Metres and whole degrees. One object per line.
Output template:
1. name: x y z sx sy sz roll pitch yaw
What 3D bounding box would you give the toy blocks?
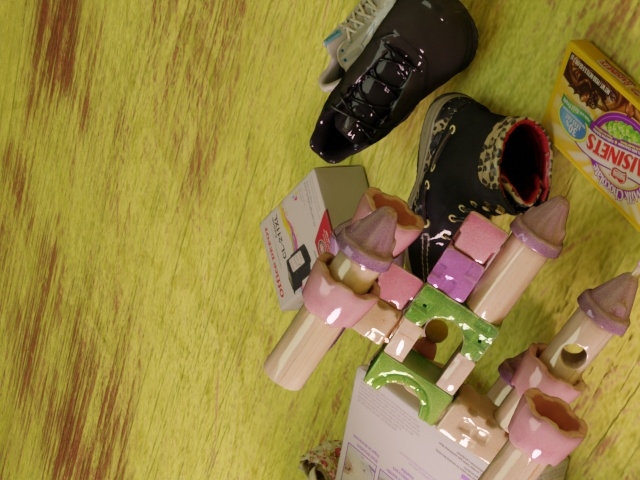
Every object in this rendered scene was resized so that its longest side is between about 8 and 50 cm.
1. toy blocks: 0.144 0.045 1.394 0.260 0.289 0.309 -58 -2 20

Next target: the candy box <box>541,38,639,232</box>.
1. candy box: 0.278 -0.092 1.371 0.206 0.027 0.105 54 142 45

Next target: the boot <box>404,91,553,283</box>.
1. boot: 0.159 -0.029 1.520 0.178 0.085 0.236 -155 68 -67

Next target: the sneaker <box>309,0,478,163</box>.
1. sneaker: 0.075 -0.169 1.607 0.109 0.130 0.286 39 146 3

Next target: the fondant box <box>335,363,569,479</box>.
1. fondant box: 0.120 0.321 1.605 0.238 0.096 0.330 35 123 42

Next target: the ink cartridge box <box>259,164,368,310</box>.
1. ink cartridge box: 0.000 0.000 1.849 0.175 0.072 0.127 -43 57 55

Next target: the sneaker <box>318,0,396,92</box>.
1. sneaker: 0.049 -0.242 1.720 0.071 0.083 0.190 59 140 43

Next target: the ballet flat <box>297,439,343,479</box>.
1. ballet flat: 0.031 0.360 1.834 0.091 0.077 0.241 -58 45 46
